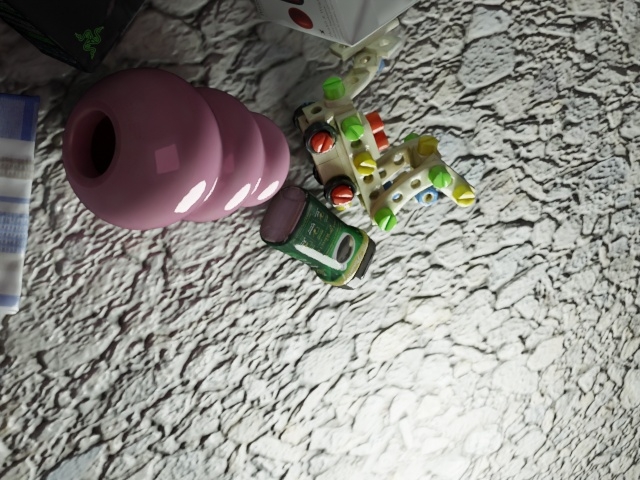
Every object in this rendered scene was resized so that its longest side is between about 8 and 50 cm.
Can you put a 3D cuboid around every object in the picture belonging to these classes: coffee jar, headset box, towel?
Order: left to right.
[{"bbox_3d":[-0.442,-0.046,1.879,0.209,0.034,0.284,4,94,-41],"label":"towel"},{"bbox_3d":[-0.310,-0.371,1.825,0.246,0.131,0.283,-55,132,-8],"label":"headset box"},{"bbox_3d":[0.000,0.000,2.261,0.184,0.079,0.096,35,76,-42],"label":"coffee jar"}]

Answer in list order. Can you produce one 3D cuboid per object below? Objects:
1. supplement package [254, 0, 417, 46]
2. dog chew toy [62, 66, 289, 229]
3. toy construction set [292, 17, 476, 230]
[{"bbox_3d":[0.003,-0.389,2.030,0.149,0.203,0.194,-37,126,-23],"label":"supplement package"},{"bbox_3d":[-0.171,-0.112,2.005,0.332,0.207,0.206,4,104,-49],"label":"dog chew toy"},{"bbox_3d":[0.082,-0.155,2.221,0.215,0.151,0.327,-24,115,-3],"label":"toy construction set"}]
